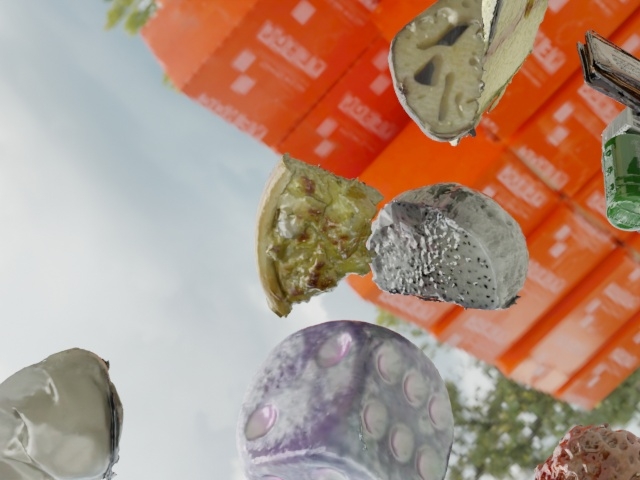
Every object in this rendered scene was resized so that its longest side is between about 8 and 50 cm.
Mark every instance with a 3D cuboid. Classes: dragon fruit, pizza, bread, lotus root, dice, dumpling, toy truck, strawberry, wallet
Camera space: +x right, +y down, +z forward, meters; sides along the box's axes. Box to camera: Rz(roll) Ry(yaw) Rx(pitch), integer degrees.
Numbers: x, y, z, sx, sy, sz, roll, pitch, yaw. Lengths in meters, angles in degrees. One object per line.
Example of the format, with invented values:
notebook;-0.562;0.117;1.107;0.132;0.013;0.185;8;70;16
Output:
dragon fruit;0.248;-0.012;1.897;0.283;0.204;0.221;12;-152;38
pizza;0.000;0.000;1.739;0.223;0.323;0.089;-5;-142;-12
bread;0.384;-0.421;2.009;0.404;0.346;0.242;-15;-140;-24
lotus root;0.197;-0.293;1.728;0.074;0.170;0.261;-39;-55;-81
dice;0.042;0.310;1.737;0.270;0.271;0.270;44;-134;-31
dumpling;-0.413;0.312;1.669;0.163;0.293;0.204;28;-152;33
toy truck;0.523;-0.112;1.721;0.125;0.101;0.243;23;-133;-13
strawberry;0.527;0.494;1.933;0.265;0.149;0.336;12;-130;7
wallet;0.485;-0.244;1.588;0.195;0.042;0.161;26;-148;-6
